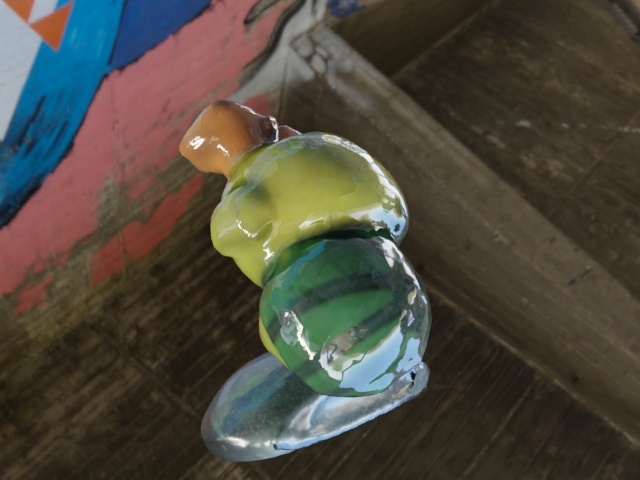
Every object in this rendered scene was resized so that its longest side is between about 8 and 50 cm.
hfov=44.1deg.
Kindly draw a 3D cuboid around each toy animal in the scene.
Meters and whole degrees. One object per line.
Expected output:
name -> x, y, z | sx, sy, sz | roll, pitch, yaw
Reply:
toy animal -> 0.003, 0.000, 0.844 | 0.216, 0.191, 0.338 | 16, -135, -56

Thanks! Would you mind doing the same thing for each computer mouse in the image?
computer mouse -> 0.001, 0.186, 1.044 | 0.374, 0.203, 0.114 | -8, -95, -52
